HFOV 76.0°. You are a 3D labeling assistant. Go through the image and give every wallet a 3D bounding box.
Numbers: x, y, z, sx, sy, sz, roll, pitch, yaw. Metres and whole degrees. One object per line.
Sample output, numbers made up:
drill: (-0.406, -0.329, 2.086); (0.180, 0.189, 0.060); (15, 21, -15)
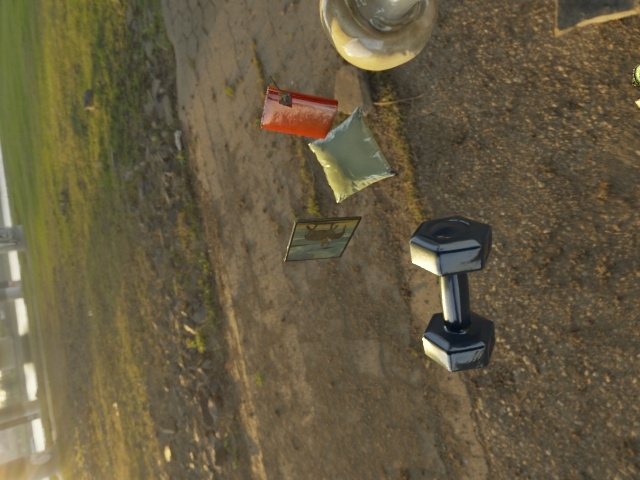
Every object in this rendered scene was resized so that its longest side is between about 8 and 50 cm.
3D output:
wallet: (-0.065, -0.367, 1.193); (0.142, 0.205, 0.045); (116, 155, -53)

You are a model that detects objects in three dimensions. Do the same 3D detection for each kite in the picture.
kite: (-0.085, -0.338, 0.931); (0.002, 0.044, 0.077); (-16, 92, 54)

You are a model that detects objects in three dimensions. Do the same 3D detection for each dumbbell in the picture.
dumbbell: (0.277, 0.112, 0.843); (0.143, 0.157, 0.315); (-89, -14, -64)

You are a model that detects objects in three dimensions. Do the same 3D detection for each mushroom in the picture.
mushroom: (0.151, -0.575, 0.978); (0.290, 0.298, 0.296); (175, 87, -77)

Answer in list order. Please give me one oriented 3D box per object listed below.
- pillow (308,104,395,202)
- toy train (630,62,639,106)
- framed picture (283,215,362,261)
pillow: (0.121, -0.346, 1.709); (0.313, 0.119, 0.309); (-27, 87, 40)
toy train: (0.715, -0.321, 0.725); (0.160, 0.100, 0.296); (50, 168, -2)
framed picture: (0.000, 0.000, 1.666); (0.347, 0.265, 0.016); (114, 148, -59)
